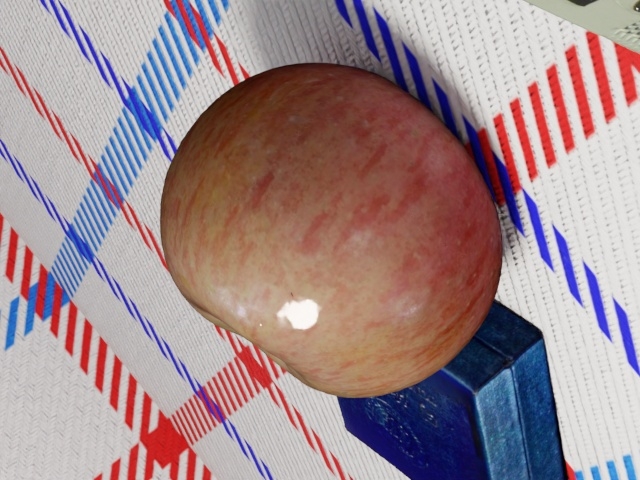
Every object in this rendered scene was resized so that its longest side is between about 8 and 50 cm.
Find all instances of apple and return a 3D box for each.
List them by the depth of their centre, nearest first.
[{"bbox_3d":[0.000,0.000,1.649,0.345,0.269,0.345,42,158,21],"label":"apple"}]

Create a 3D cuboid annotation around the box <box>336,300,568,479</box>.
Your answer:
[{"bbox_3d":[0.122,0.153,1.882,0.261,0.116,0.279,36,153,38],"label":"box"}]

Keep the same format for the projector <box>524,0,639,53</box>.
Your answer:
[{"bbox_3d":[0.193,-0.221,0.906,0.177,0.243,0.163,23,167,-17],"label":"projector"}]
